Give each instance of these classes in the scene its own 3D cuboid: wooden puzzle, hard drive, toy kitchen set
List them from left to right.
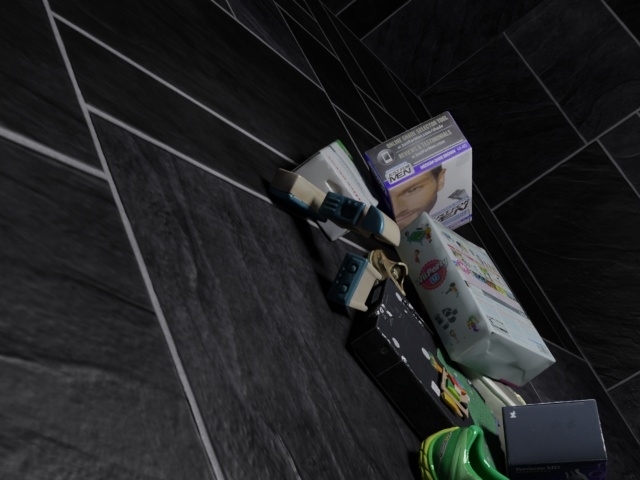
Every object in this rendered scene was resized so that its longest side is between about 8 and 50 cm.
[{"bbox_3d":[0.000,0.000,1.330,0.207,0.166,0.122,21,-8,39],"label":"toy kitchen set"},{"bbox_3d":[0.181,0.240,1.341,0.339,0.064,0.237,51,18,-8],"label":"hard drive"},{"bbox_3d":[0.216,0.242,1.299,0.078,0.014,0.116,51,17,-12],"label":"wooden puzzle"}]

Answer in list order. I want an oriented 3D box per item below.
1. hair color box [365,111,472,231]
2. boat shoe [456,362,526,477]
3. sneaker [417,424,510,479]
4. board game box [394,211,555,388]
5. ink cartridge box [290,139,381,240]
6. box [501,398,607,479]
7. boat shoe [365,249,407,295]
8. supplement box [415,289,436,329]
[{"bbox_3d":[0.214,-0.108,1.708,0.110,0.185,0.339,63,-2,27],"label":"hair color box"},{"bbox_3d":[0.346,0.339,1.510,0.305,0.109,0.091,50,21,1],"label":"boat shoe"},{"bbox_3d":[0.237,0.387,1.106,0.109,0.123,0.295,24,35,-59],"label":"sneaker"},{"bbox_3d":[0.284,0.112,1.541,0.224,0.097,0.303,28,28,-41],"label":"board game box"},{"bbox_3d":[0.029,-0.099,1.545,0.153,0.087,0.208,54,16,-3],"label":"ink cartridge box"},{"bbox_3d":[0.385,0.363,1.347,0.207,0.153,0.108,70,18,-47],"label":"box"},{"bbox_3d":[0.132,0.066,1.525,0.068,0.072,0.190,45,19,-25],"label":"boat shoe"},{"bbox_3d":[0.265,0.118,1.764,0.104,0.081,0.188,46,19,-26],"label":"supplement box"}]
